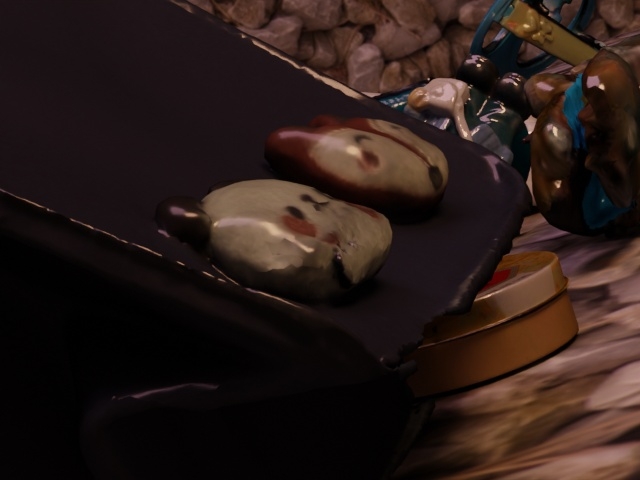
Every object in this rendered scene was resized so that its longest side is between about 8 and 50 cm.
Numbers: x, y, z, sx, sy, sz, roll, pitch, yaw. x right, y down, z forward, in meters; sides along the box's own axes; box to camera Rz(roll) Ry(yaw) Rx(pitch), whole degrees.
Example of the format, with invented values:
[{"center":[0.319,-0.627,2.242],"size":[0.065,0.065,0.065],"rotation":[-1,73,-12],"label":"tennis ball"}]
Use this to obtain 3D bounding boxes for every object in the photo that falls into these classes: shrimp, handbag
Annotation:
[{"center":[0.251,-0.081,1.114],"size":[0.221,0.110,0.446],"rotation":[-2,11,36],"label":"shrimp"},{"center":[-0.099,-0.032,0.651],"size":[0.122,0.329,0.303],"rotation":[-60,-7,18],"label":"handbag"}]

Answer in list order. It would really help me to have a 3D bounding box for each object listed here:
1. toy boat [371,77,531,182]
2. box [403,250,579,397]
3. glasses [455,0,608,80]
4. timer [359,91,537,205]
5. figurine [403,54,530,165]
[{"center":[0.000,0.000,1.119],"size":[0.299,0.134,0.092],"rotation":[-18,43,-13],"label":"toy boat"},{"center":[0.062,0.038,0.837],"size":[0.106,0.037,0.105],"rotation":[-18,6,2],"label":"box"},{"center":[0.222,-0.152,1.399],"size":[0.207,0.102,0.239],"rotation":[5,1,17],"label":"glasses"},{"center":[0.063,-0.071,1.346],"size":[0.178,0.078,0.253],"rotation":[5,4,-11],"label":"timer"},{"center":[0.061,-0.036,1.061],"size":[0.149,0.086,0.087],"rotation":[-54,-15,-26],"label":"figurine"}]
